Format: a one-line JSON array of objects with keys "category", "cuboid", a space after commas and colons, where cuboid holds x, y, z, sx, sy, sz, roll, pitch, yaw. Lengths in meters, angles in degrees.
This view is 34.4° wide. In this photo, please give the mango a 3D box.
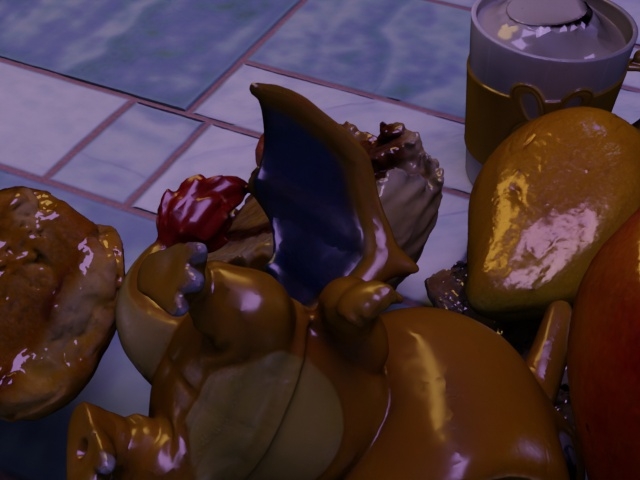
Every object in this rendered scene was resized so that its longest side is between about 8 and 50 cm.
[{"category": "mango", "cuboid": [0.233, -0.029, 1.018, 0.177, 0.119, 0.317, 20, 48, 20]}]

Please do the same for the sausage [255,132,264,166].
[{"category": "sausage", "cuboid": [-0.020, -0.082, 1.212, 0.065, 0.065, 0.169, -30, 49, -32]}]

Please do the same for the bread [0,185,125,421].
[{"category": "bread", "cuboid": [-0.286, 0.049, 0.905, 0.195, 0.149, 0.344, -55, 25, -16]}]

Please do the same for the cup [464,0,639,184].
[{"category": "cup", "cuboid": [0.281, -0.164, 1.199, 0.241, 0.226, 0.185, 8, 39, 4]}]

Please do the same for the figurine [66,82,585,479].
[{"category": "figurine", "cuboid": [0.022, 0.109, 0.776, 0.387, 0.401, 0.268, 22, -8, -27]}]

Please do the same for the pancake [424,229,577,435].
[{"category": "pancake", "cuboid": [0.296, 0.059, 1.055, 0.382, 0.071, 0.382, -1, 40, 1]}]

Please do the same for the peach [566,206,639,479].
[{"category": "peach", "cuboid": [0.313, 0.168, 0.746, 0.242, 0.306, 0.380, -15, 55, -8]}]

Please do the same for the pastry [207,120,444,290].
[{"category": "pastry", "cuboid": [0.000, 0.005, 1.016, 0.237, 0.170, 0.256, -45, 27, -23]}]
